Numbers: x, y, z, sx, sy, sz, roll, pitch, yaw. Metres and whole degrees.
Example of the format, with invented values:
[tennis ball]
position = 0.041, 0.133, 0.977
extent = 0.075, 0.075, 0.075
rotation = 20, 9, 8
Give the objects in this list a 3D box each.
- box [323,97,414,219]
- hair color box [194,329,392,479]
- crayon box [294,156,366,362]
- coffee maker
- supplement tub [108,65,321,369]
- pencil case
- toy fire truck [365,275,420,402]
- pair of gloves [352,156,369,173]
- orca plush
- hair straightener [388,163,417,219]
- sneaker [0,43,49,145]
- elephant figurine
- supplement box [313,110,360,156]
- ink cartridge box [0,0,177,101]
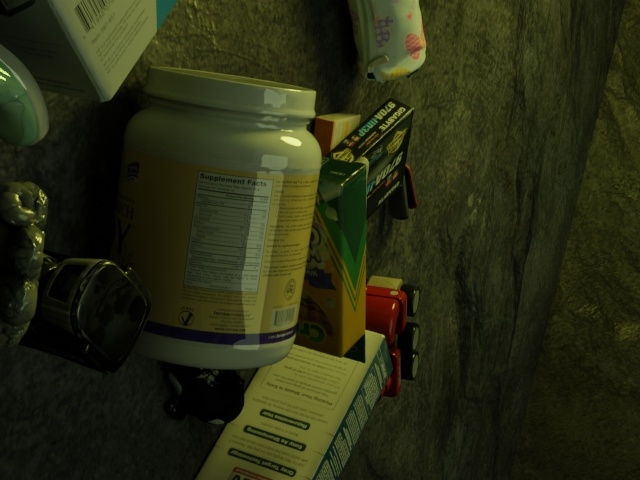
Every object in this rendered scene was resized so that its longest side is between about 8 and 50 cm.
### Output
[box]
position = 0.069, -0.109, 1.949
extent = 0.220, 0.051, 0.175
rotation = -44, 152, -38
[hair color box]
position = -0.036, 0.288, 1.847
extent = 0.347, 0.174, 0.105
rotation = -59, 151, -32
[crayon box]
position = -0.040, 0.034, 1.683
extent = 0.083, 0.203, 0.323
rotation = -41, 137, -51
[coffee maker]
position = -0.273, 0.064, 1.246
extent = 0.171, 0.178, 0.120
rotation = 21, 84, -64
[supplement tub]
position = -0.128, -0.032, 1.426
extent = 0.241, 0.241, 0.331
rotation = -9, 110, -63
[pencil case]
position = 0.093, -0.384, 1.865
extent = 0.124, 0.113, 0.273
rotation = -38, 139, -25
[toy fire truck]
position = 0.071, 0.204, 2.093
extent = 0.246, 0.158, 0.217
rotation = -56, 149, -57
[pair of gloves]
position = 0.000, 0.000, 1.831
extent = 0.204, 0.042, 0.240
rotation = -31, 143, -37
[orca plush]
position = -0.143, 0.167, 1.652
extent = 0.151, 0.102, 0.287
rotation = -48, 142, -46
[hair straightener]
position = 0.133, -0.131, 2.142
extent = 0.089, 0.047, 0.230
rotation = -52, 145, -42
[sneaker]
position = -0.358, -0.135, 1.072
extent = 0.256, 0.094, 0.151
rotation = 55, 46, -45
[elephant figurine]
position = -0.375, 0.002, 1.065
extent = 0.186, 0.239, 0.169
rotation = 126, -32, -59
[supplement box]
position = 0.025, -0.172, 1.911
extent = 0.098, 0.036, 0.062
rotation = -21, 123, -60
[ink cartridge box]
position = -0.259, -0.325, 1.148
extent = 0.223, 0.129, 0.307
rotation = -62, 151, -28
